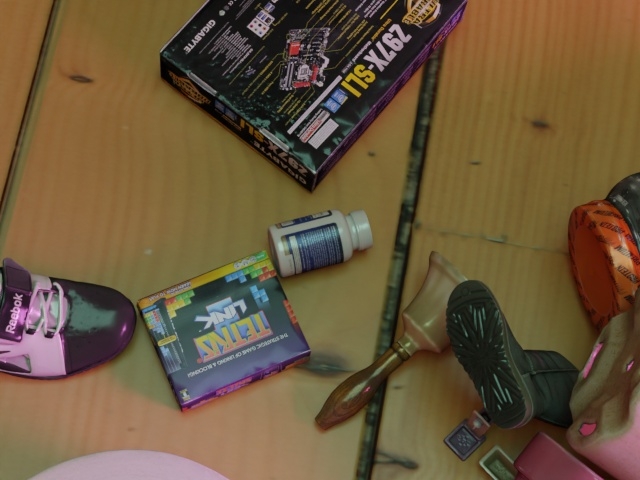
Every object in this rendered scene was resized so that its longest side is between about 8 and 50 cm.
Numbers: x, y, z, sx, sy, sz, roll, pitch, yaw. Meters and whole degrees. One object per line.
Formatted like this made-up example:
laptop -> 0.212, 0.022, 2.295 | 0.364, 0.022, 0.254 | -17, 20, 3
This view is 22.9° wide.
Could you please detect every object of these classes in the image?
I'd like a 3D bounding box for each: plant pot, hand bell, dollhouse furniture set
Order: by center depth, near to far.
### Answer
plant pot -> 0.451, 0.199, 1.716 | 0.305, 0.334, 0.334 | 30, 71, -7
plant pot -> 0.268, 0.344, 1.770 | 0.201, 0.201, 0.180 | 40, 88, 10
dollhouse furniture set -> 0.219, 0.237, 1.852 | 0.091, 0.081, 0.114 | -41, 78, -16
hand bell -> 0.088, 0.138, 1.881 | 0.242, 0.126, 0.126 | -42, 78, -4

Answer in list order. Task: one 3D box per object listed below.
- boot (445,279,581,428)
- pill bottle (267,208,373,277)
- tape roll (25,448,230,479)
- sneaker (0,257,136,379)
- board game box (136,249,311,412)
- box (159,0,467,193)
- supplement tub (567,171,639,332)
boot -> 0.236, 0.135, 1.827 | 0.076, 0.208, 0.190 | -23, 78, 32
pill bottle -> 0.000, 0.000, 1.929 | 0.120, 0.067, 0.067 | -14, 72, -8
tape roll -> -0.206, 0.412, 1.683 | 0.391, 0.072, 0.392 | 3, 58, -5
sneaker -> -0.381, 0.086, 1.836 | 0.330, 0.146, 0.123 | 0, 69, -5
board game box -> -0.116, 0.108, 1.894 | 0.170, 0.048, 0.141 | -23, 72, -11
box -> -0.009, -0.259, 2.016 | 0.257, 0.079, 0.322 | 38, 73, 7
supplement tub -> 0.482, -0.001, 1.888 | 0.337, 0.207, 0.207 | -14, 72, -8
